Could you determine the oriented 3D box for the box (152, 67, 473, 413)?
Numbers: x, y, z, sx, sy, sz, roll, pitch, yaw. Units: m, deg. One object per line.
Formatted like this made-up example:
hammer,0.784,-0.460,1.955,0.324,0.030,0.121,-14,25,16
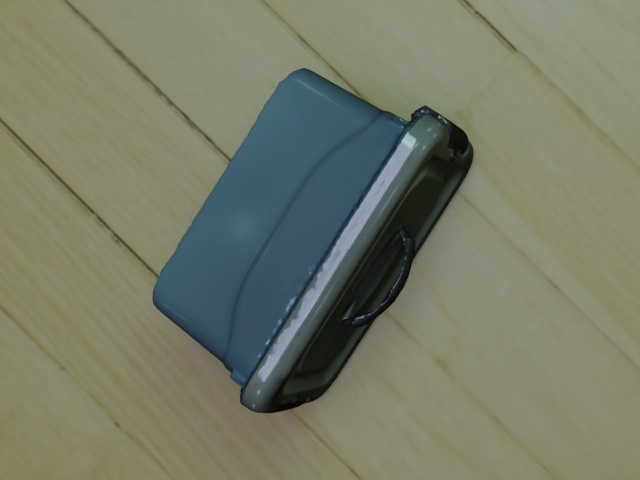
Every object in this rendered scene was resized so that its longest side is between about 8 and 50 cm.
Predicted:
box,0.000,0.000,0.957,0.130,0.162,0.227,33,96,15
